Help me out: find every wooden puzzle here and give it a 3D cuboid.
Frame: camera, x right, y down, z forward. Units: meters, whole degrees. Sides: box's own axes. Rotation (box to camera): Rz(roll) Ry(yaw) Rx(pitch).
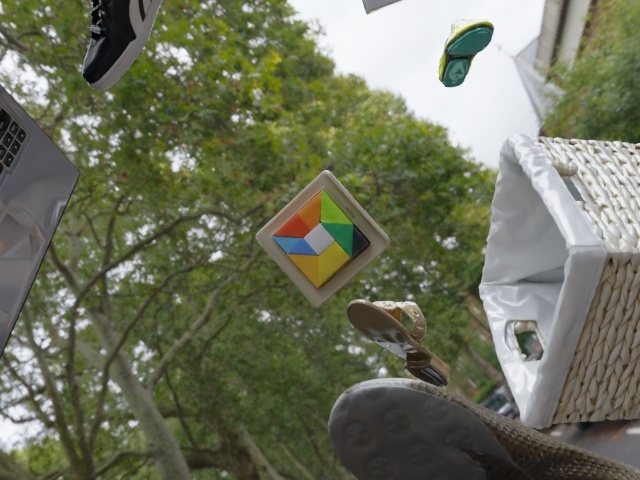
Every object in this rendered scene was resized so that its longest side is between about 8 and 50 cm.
[{"bbox_3d":[0.000,0.000,1.456,0.239,0.221,0.044,-43,-5,16],"label":"wooden puzzle"}]

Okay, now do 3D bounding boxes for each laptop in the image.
[{"bbox_3d":[-0.361,-0.092,0.713,0.236,0.381,0.408,-9,-41,20],"label":"laptop"}]

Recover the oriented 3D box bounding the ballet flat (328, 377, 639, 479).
[{"bbox_3d":[0.122,0.150,0.437,0.058,0.250,0.084,-100,30,-77],"label":"ballet flat"}]

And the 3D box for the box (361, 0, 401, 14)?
[{"bbox_3d":[0.105,-0.428,1.052,0.102,0.101,0.087,-20,13,5],"label":"box"}]

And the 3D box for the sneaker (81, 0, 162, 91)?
[{"bbox_3d":[-0.229,-0.278,0.692,0.121,0.079,0.216,30,-95,-41],"label":"sneaker"}]

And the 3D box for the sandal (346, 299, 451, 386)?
[{"bbox_3d":[0.133,0.137,1.041,0.088,0.240,0.079,-12,43,46],"label":"sandal"}]

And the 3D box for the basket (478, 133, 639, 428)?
[{"bbox_3d":[0.413,0.048,0.976,0.267,0.328,0.331,-1,-56,0],"label":"basket"}]

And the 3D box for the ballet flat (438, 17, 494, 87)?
[{"bbox_3d":[0.263,-0.369,1.235,0.077,0.077,0.231,-4,-13,-3],"label":"ballet flat"}]
